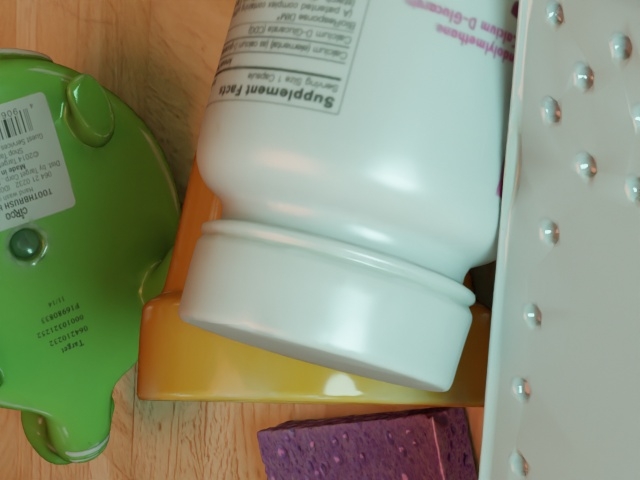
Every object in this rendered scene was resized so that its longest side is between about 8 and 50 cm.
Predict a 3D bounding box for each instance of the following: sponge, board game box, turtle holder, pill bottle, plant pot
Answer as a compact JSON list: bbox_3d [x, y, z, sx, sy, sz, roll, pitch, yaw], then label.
[{"bbox_3d":[0.034,0.172,1.128,0.210,0.031,0.117,-14,90,56],"label":"sponge"},{"bbox_3d":[0.205,0.121,0.661,0.390,0.050,0.390,31,125,50],"label":"board game box"},{"bbox_3d":[-0.214,0.004,1.289,0.320,0.243,0.227,45,175,-25],"label":"turtle holder"},{"bbox_3d":[0.033,-0.080,0.824,0.160,0.160,0.283,6,79,55],"label":"pill bottle"},{"bbox_3d":[0.000,0.000,0.988,0.205,0.205,0.188,-8,79,56],"label":"plant pot"}]
